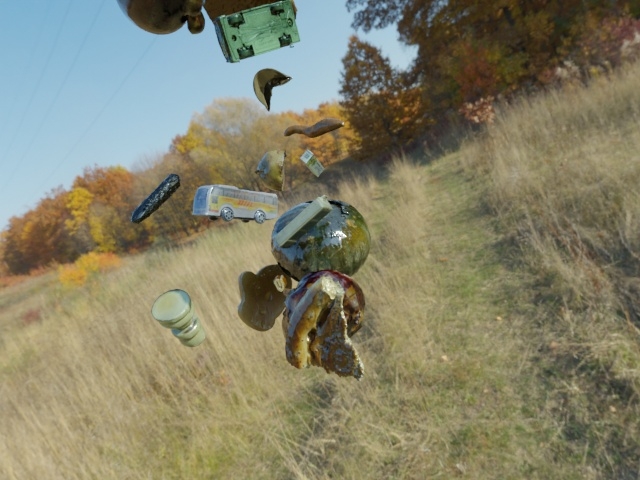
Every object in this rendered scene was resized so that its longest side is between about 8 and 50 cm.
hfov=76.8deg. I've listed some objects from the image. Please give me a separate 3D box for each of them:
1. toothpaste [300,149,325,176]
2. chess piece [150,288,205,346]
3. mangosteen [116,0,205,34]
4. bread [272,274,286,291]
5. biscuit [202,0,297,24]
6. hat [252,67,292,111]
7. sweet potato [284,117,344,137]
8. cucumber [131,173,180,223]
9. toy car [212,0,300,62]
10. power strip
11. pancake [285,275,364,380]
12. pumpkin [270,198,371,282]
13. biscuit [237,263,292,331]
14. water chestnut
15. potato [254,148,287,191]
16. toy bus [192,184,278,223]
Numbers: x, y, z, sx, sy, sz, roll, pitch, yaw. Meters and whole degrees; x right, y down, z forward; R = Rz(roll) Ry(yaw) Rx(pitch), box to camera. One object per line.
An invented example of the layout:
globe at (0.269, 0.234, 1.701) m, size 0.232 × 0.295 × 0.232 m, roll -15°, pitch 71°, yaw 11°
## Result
toothpaste at (-0.028, -0.281, 1.468) m, size 0.046 × 0.034 × 0.164 m, roll -50°, pitch -16°, yaw 3°
chess piece at (-0.491, 0.296, 1.450) m, size 0.133 × 0.243 × 0.133 m, roll -5°, pitch 47°, yaw 6°
mangosteen at (-0.553, -0.881, 1.397) m, size 0.330 × 0.330 × 0.330 m, roll -23°, pitch 9°, yaw 4°
bread at (-0.132, 0.139, 1.335) m, size 0.036 × 0.047 × 0.083 m, roll -34°, pitch 5°, yaw 3°
biscuit at (-0.344, -1.116, 1.878) m, size 0.393 × 0.368 × 0.076 m, roll -19°, pitch 54°, yaw 14°
hat at (-0.223, -0.636, 1.623) m, size 0.166 × 0.144 × 0.173 m, roll -52°, pitch -39°, yaw 10°
sweet potato at (-0.013, -0.272, 0.988) m, size 0.179 × 0.044 × 0.044 m, roll 2°, pitch 24°, yaw 37°
cucumber at (-0.742, -0.181, 1.816) m, size 0.081 × 0.072 × 0.303 m, roll -27°, pitch 26°, yaw 56°
toy car at (-0.199, -0.672, 1.306) m, size 0.097 × 0.141 × 0.320 m, roll 13°, pitch 40°, yaw 42°
power strip at (-0.065, -0.063, 1.499) m, size 0.272 × 0.052 × 0.078 m, roll -40°, pitch -21°, yaw 20°
pancake at (0.022, 0.252, 1.021) m, size 0.266 × 0.244 × 0.057 m, roll -57°, pitch -18°, yaw 21°
pumpkin at (0.000, 0.000, 1.796) m, size 0.454 × 0.344 × 0.454 m, roll -8°, pitch 37°, yaw 6°
biscuit at (-0.294, 0.264, 2.011) m, size 0.057 × 0.287 × 0.344 m, roll -23°, pitch 35°, yaw 55°
water chestnut at (-0.019, 0.251, 1.487) m, size 0.347 × 0.335 × 0.335 m, roll 31°, pitch 41°, yaw 26°
potato at (-0.150, -0.193, 1.199) m, size 0.089 × 0.101 × 0.172 m, roll 6°, pitch -17°, yaw -5°
toy bus at (-0.175, -0.075, 0.864) m, size 0.064 × 0.075 × 0.190 m, roll 6°, pitch 2°, yaw 42°
